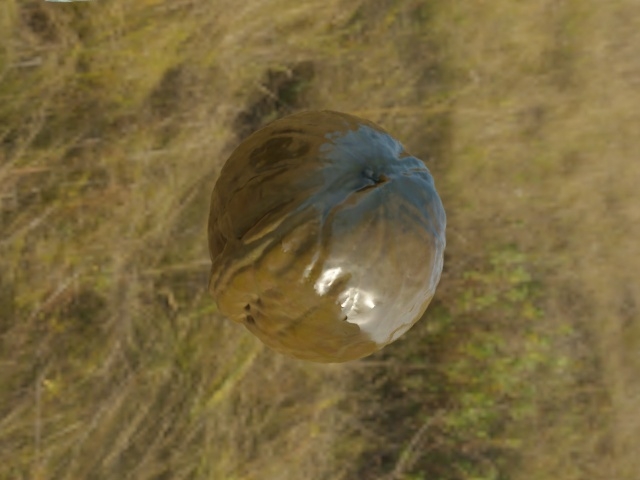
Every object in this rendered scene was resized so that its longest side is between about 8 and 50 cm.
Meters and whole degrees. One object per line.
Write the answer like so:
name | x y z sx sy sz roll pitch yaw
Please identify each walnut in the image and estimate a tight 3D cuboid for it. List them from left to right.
walnut | 0.000 0.000 1.515 0.333 0.333 0.333 -3 90 -72
